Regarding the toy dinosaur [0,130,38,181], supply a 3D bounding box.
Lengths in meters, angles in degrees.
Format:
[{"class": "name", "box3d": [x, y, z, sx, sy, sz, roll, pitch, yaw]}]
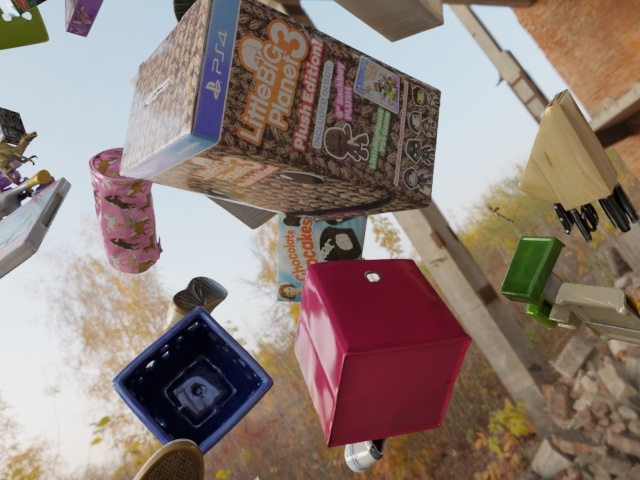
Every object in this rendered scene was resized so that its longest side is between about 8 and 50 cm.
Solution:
[{"class": "toy dinosaur", "box3d": [-0.671, -0.169, 1.061, 0.183, 0.092, 0.053, -39, -7, -42]}]

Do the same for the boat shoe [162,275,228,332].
[{"class": "boat shoe", "box3d": [-0.405, 0.204, 1.622, 0.110, 0.121, 0.341, -57, -6, 13]}]

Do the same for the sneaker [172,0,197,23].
[{"class": "sneaker", "box3d": [-0.208, -0.429, 0.944, 0.087, 0.130, 0.228, 8, -28, 6]}]

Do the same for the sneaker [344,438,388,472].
[{"class": "sneaker", "box3d": [0.127, 0.411, 1.166, 0.091, 0.094, 0.258, -34, 20, 28]}]

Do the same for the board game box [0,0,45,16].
[{"class": "board game box", "box3d": [-0.375, -0.424, 0.671, 0.212, 0.039, 0.160, -57, -35, -34]}]

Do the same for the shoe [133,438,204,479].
[{"class": "shoe", "box3d": [-0.190, 0.301, 0.544, 0.219, 0.076, 0.058, -64, 26, 7]}]

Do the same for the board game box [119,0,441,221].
[{"class": "board game box", "box3d": [-0.047, -0.125, 0.589, 0.290, 0.141, 0.232, 12, -9, -33]}]

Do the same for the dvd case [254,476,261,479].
[{"class": "dvd case", "box3d": [-0.069, 0.458, 0.859, 0.013, 0.119, 0.087, -42, -4, -19]}]

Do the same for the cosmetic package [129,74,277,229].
[{"class": "cosmetic package", "box3d": [-0.172, -0.280, 1.243, 0.327, 0.329, 0.394, -34, -15, 2]}]

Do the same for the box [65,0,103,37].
[{"class": "box", "box3d": [-0.564, -0.675, 1.239, 0.057, 0.201, 0.293, 4, -22, -39]}]

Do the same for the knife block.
[{"class": "knife block", "box3d": [0.540, -0.135, 1.010, 0.088, 0.242, 0.276, -46, -31, -42]}]

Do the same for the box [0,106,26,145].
[{"class": "box", "box3d": [-0.697, -0.255, 1.133, 0.018, 0.083, 0.067, -25, -7, 14]}]

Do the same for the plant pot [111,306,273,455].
[{"class": "plant pot", "box3d": [-0.265, 0.317, 1.092, 0.236, 0.236, 0.212, -42, -10, -21]}]

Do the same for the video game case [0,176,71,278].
[{"class": "video game case", "box3d": [-0.505, 0.007, 0.800, 0.204, 0.025, 0.285, -35, 29, 2]}]

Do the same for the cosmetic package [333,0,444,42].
[{"class": "cosmetic package", "box3d": [0.133, -0.607, 1.116, 0.155, 0.197, 0.365, -6, -5, 36]}]

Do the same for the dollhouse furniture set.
[{"class": "dollhouse furniture set", "box3d": [0.576, 0.106, 1.073, 0.151, 0.197, 0.301, -62, 24, -12]}]

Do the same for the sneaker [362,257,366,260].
[{"class": "sneaker", "box3d": [0.054, 0.107, 1.493, 0.083, 0.070, 0.185, 20, -59, -30]}]

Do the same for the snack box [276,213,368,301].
[{"class": "snack box", "box3d": [0.000, 0.000, 1.100, 0.187, 0.060, 0.322, 2, -55, -3]}]

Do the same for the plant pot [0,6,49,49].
[{"class": "plant pot", "box3d": [-0.774, -0.571, 1.124, 0.228, 0.227, 0.207, -23, -32, -25]}]

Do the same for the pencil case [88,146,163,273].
[{"class": "pencil case", "box3d": [-0.559, -0.081, 1.467, 0.167, 0.160, 0.386, -28, -35, -34]}]

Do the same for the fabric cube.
[{"class": "fabric cube", "box3d": [0.107, 0.215, 1.029, 0.254, 0.258, 0.259, -2, -57, -17]}]

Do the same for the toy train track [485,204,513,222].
[{"class": "toy train track", "box3d": [0.396, -0.061, 1.107, 0.083, 0.048, 0.014, 26, -66, -25]}]

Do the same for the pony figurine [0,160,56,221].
[{"class": "pony figurine", "box3d": [-0.924, -0.104, 1.466, 0.363, 0.303, 0.351, -8, 27, 32]}]
